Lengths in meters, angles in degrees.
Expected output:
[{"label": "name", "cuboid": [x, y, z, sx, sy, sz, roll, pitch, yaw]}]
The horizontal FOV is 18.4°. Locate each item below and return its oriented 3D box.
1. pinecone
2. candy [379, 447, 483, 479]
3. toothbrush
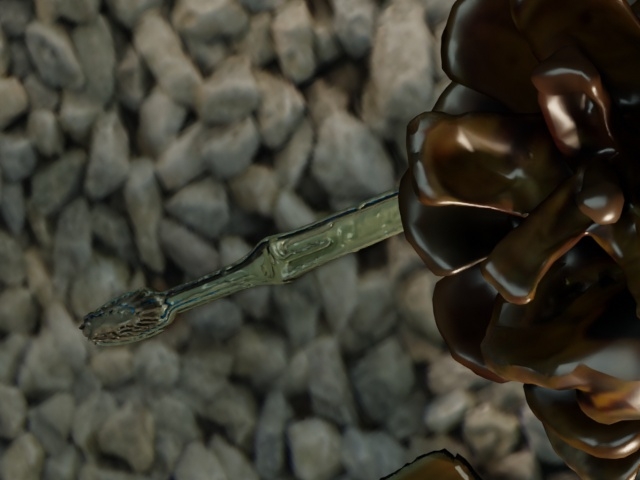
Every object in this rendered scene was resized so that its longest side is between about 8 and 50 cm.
[{"label": "pinecone", "cuboid": [0.152, -0.012, 0.715, 0.244, 0.309, 0.244, -17, 63, 37]}, {"label": "candy", "cuboid": [0.075, 0.227, 0.879, 0.143, 0.101, 0.271, -41, 68, 31]}, {"label": "toothbrush", "cuboid": [0.003, -0.001, 0.940, 0.294, 0.028, 0.026, -22, 85, 24]}]
